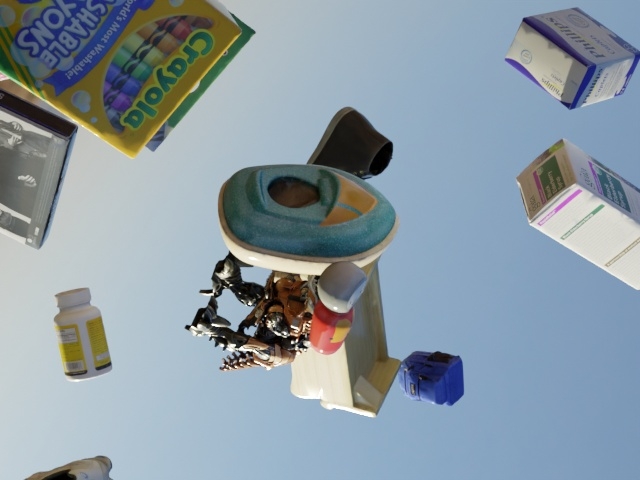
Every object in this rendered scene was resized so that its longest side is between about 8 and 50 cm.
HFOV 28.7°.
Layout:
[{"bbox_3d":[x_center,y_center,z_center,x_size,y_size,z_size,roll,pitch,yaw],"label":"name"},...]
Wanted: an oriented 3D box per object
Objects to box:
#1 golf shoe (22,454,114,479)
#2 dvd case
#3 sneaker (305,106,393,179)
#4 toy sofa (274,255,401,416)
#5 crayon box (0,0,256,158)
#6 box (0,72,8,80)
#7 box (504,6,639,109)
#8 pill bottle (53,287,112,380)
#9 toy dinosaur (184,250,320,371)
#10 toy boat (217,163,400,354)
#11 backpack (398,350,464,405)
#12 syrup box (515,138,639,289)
[{"bbox_3d":[-0.333,0.303,1.492,0.176,0.069,0.086,-29,162,20],"label":"golf shoe"},{"bbox_3d":[-0.377,-0.102,1.285,0.179,0.238,0.030,-62,-177,45],"label":"dvd case"},{"bbox_3d":[0.040,-0.112,2.196,0.083,0.118,0.222,-10,133,-45],"label":"sneaker"},{"bbox_3d":[0.035,0.144,2.298,0.150,0.177,0.363,-60,151,-42],"label":"toy sofa"},{"bbox_3d":[-0.238,-0.236,1.406,0.203,0.323,0.083,-48,-144,11],"label":"crayon box"},{"bbox_3d":[-0.664,-0.313,2.105,0.256,0.123,0.128,-11,-179,11],"label":"box"},{"bbox_3d":[0.349,-0.254,1.722,0.137,0.126,0.072,-19,142,-42],"label":"box"},{"bbox_3d":[-0.320,0.124,1.669,0.065,0.116,0.065,-10,-173,1],"label":"pill bottle"},{"bbox_3d":[-0.087,0.136,1.967,0.322,0.218,0.164,-54,-165,28],"label":"toy dinosaur"},{"bbox_3d":[0.000,0.000,1.741,0.148,0.267,0.318,106,-22,-43],"label":"toy boat"},{"bbox_3d":[0.209,0.269,2.455,0.101,0.120,0.098,-24,118,-50],"label":"backpack"},{"bbox_3d":[0.389,-0.034,1.729,0.096,0.236,0.093,-42,-145,29],"label":"syrup box"}]
